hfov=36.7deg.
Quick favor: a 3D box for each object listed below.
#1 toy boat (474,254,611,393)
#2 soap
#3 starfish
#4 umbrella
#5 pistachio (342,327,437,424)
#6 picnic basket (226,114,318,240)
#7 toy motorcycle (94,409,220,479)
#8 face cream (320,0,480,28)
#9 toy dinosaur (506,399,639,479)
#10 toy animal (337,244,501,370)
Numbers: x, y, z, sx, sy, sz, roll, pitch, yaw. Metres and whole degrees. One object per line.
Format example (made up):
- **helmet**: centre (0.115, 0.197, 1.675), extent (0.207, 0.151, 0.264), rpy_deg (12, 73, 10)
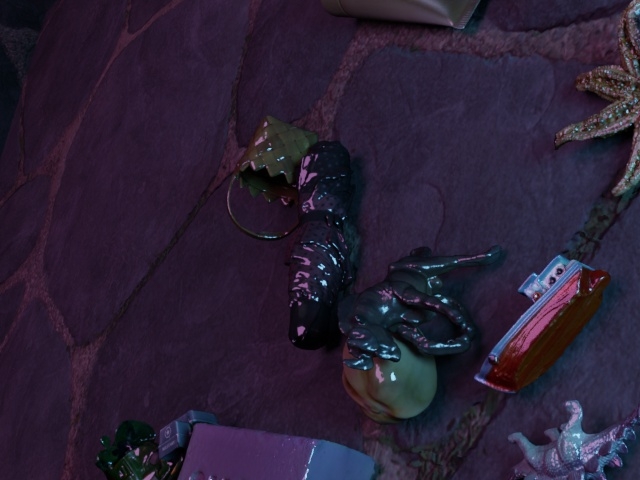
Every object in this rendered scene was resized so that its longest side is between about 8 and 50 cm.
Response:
- **toy boat**: centre (0.219, 0.086, 0.976), extent (0.173, 0.069, 0.059), rpy_deg (-55, 47, 14)
- **soap**: centre (-0.084, 0.380, 1.183), extent (0.296, 0.107, 0.285), rpy_deg (-11, 61, 54)
- **starfish**: centre (0.337, -0.158, 0.998), extent (0.238, 0.057, 0.213), rpy_deg (-30, 52, 48)
- **umbrella**: centre (0.000, 0.000, 1.348), extent (0.094, 0.090, 0.326), rpy_deg (-26, 47, 41)
- **pistachio**: centre (0.078, 0.144, 1.117), extent (0.113, 0.113, 0.149), rpy_deg (-38, 34, 36)
- **picnic basket**: centre (-0.074, -0.085, 1.482), extent (0.138, 0.128, 0.179), rpy_deg (108, 176, -74)
- **toy motorcycle**: centre (-0.238, 0.334, 1.435), extent (0.274, 0.124, 0.187), rpy_deg (-36, 49, 34)
- **face cream**: centre (0.129, -0.378, 1.455), extent (0.341, 0.084, 0.137), rpy_deg (18, 73, 52)
- **toy dinosaur**: centre (0.240, 0.192, 0.892), extent (0.209, 0.039, 0.082), rpy_deg (-48, 36, 43)
- **toy animal**: centre (0.108, 0.062, 1.083), extent (0.233, 0.148, 0.085), rpy_deg (-52, -29, -50)
